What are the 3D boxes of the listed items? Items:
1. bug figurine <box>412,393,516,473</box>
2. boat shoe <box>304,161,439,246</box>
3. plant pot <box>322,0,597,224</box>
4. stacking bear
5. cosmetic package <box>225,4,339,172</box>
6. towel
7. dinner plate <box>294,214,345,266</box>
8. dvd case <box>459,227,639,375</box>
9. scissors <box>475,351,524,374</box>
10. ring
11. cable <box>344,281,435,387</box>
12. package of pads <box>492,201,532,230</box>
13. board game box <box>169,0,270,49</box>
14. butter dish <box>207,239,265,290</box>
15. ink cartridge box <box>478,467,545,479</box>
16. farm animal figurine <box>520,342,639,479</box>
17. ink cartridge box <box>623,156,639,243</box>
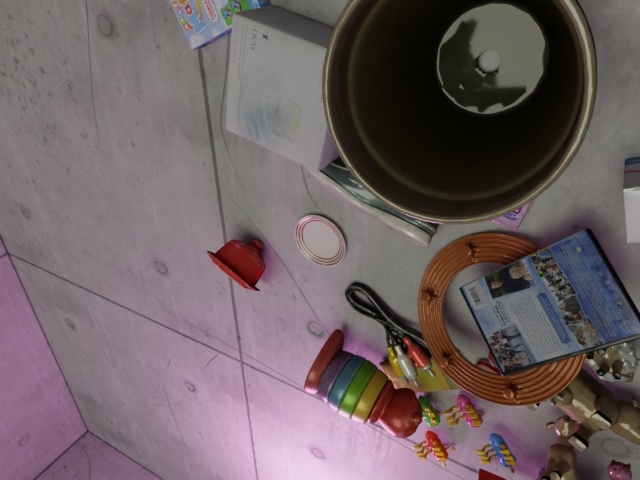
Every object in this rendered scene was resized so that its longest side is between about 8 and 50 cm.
[{"bbox_3d":[0.345,0.482,1.153,0.279,0.072,0.216,-22,99,46],"label":"bug figurine"},{"bbox_3d":[0.104,-0.106,0.937,0.319,0.116,0.099,33,89,20],"label":"boat shoe"},{"bbox_3d":[0.206,-0.228,0.640,0.323,0.280,0.323,17,128,24],"label":"plant pot"},{"bbox_3d":[0.120,0.383,1.160,0.289,0.164,0.175,26,139,19],"label":"stacking bear"},{"bbox_3d":[-0.047,-0.287,0.870,0.225,0.138,0.224,26,130,15],"label":"cosmetic package"},{"bbox_3d":[0.262,0.329,1.146,0.237,0.021,0.102,-23,99,42],"label":"towel"},{"bbox_3d":[0.000,0.000,1.106,0.141,0.017,0.141,16,126,23],"label":"dinner plate"},{"bbox_3d":[0.381,0.115,0.787,0.253,0.022,0.180,-36,71,41],"label":"dvd case"},{"bbox_3d":[0.486,0.325,0.993,0.297,0.021,0.109,25,121,14],"label":"scissors"},{"bbox_3d":[0.326,0.152,0.884,0.337,0.032,0.336,8,102,45],"label":"ring"},{"bbox_3d":[0.169,0.215,1.089,0.287,0.072,0.139,50,135,-2],"label":"cable"},{"bbox_3d":[0.346,-0.062,0.825,0.050,0.032,0.083,24,129,15],"label":"package of pads"},{"bbox_3d":[-0.214,-0.495,0.911,0.212,0.039,0.160,-7,115,38],"label":"board game box"},{"bbox_3d":[-0.199,0.050,1.212,0.160,0.118,0.160,38,174,4],"label":"butter dish"},{"bbox_3d":[0.477,0.585,0.992,0.261,0.296,0.066,20,94,21],"label":"ink cartridge box"},{"bbox_3d":[0.520,0.347,0.881,0.326,0.172,0.330,55,130,15],"label":"farm animal figurine"},{"bbox_3d":[0.477,-0.062,0.675,0.052,0.122,0.088,-4,116,35],"label":"ink cartridge box"}]
